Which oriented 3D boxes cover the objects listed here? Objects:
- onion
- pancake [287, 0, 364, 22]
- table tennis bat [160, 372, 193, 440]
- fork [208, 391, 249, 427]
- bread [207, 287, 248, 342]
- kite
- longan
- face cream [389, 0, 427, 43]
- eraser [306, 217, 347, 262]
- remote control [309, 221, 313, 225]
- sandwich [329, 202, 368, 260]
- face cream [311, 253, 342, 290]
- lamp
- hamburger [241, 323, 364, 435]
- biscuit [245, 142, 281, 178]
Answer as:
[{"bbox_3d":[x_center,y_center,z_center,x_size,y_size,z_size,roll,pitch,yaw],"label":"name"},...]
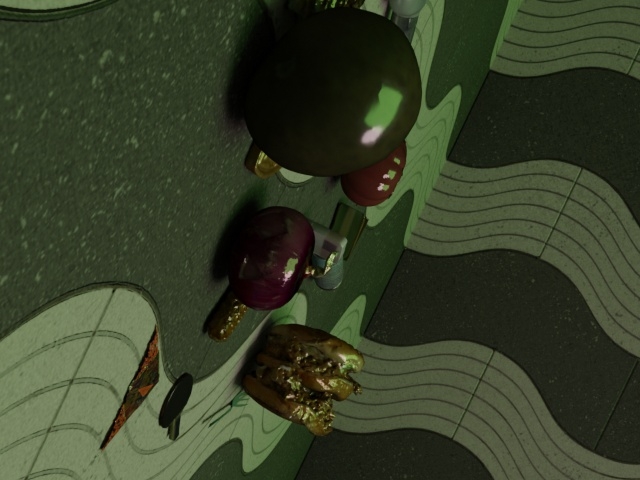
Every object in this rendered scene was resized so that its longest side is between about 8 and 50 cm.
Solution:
[{"bbox_3d":[-0.077,0.032,1.398,0.177,0.153,0.177,-43,-179,1],"label":"onion"},{"bbox_3d":[0.015,-0.379,1.230,0.244,0.057,0.266,-28,138,-56],"label":"pancake"},{"bbox_3d":[-0.254,0.298,1.501,0.095,0.014,0.158,-53,161,-47],"label":"table tennis bat"},{"bbox_3d":[-0.201,0.364,1.842,0.235,0.021,0.039,-10,120,-73],"label":"fork"},{"bbox_3d":[-0.147,0.109,1.493,0.157,0.044,0.052,-59,161,-26],"label":"bread"},{"bbox_3d":[-0.270,0.223,1.304,0.222,0.008,0.125,-65,170,4],"label":"kite"},{"bbox_3d":[0.015,-0.198,1.155,0.248,0.248,0.248,-59,167,-23],"label":"longan"},{"bbox_3d":[0.174,-0.491,1.569,0.144,0.071,0.291,-51,162,-43],"label":"face cream"},{"bbox_3d":[0.000,0.000,1.743,0.026,0.105,0.065,-55,165,-38],"label":"eraser"},{"bbox_3d":[-0.088,0.041,1.617,0.229,0.044,0.073,-48,177,-30],"label":"remote control"},{"bbox_3d":[0.055,-0.020,2.010,0.116,0.074,0.074,-63,170,-2],"label":"sandwich"},{"bbox_3d":[0.017,0.058,2.006,0.075,0.075,0.229,-60,167,-21],"label":"face cream"},{"bbox_3d":[0.105,-0.161,1.819,0.182,0.140,0.182,-157,-90,-84],"label":"lamp"},{"bbox_3d":[-0.033,0.308,1.897,0.211,0.260,0.245,-66,-172,-13],"label":"hamburger"},{"bbox_3d":[-0.053,-0.177,1.350,0.221,0.029,0.142,-55,165,-37],"label":"biscuit"}]
